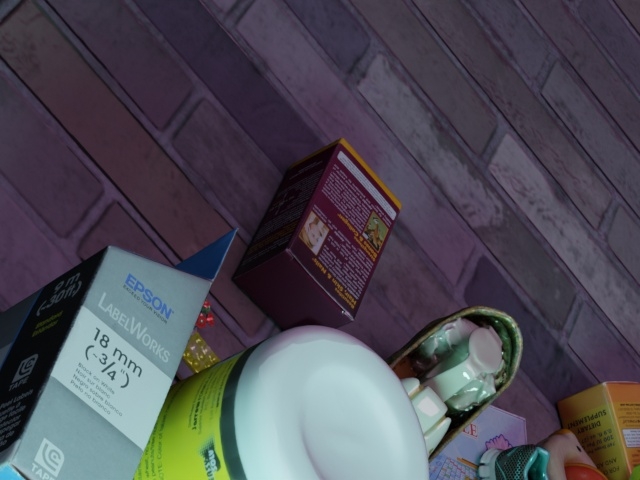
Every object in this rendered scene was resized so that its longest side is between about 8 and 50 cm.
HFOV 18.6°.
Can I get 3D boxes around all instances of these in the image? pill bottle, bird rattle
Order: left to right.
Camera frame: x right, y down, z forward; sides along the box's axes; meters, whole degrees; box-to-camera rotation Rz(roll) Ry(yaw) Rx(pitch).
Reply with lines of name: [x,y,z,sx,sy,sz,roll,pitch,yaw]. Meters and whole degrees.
pill bottle: [-0.092,0.206,1.536,0.188,0.334,0.188,26,50,-37]
bird rattle: [0.275,0.305,2.035,0.207,0.143,0.253,56,30,-2]

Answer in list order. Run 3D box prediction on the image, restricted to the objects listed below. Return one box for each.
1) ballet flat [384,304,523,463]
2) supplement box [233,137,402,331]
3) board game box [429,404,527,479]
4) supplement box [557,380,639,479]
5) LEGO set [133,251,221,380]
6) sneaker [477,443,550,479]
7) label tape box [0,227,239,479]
ballet flat: [0.092,0.155,1.847,0.123,0.123,0.348,59,38,-5]
supplement box: [0.000,0.000,1.970,0.104,0.081,0.188,47,40,-19]
board game box: [0.090,0.286,1.914,0.318,0.066,0.318,25,51,-38]
supplement box: [0.343,0.280,2.200,0.080,0.078,0.233,4,65,-48]
LEGO set: [-0.092,0.133,1.763,0.132,0.107,0.287,2,67,-48]
sneaker: [0.208,0.278,1.938,0.065,0.076,0.166,8,63,-47]
label tape box: [-0.219,0.117,1.521,0.106,0.240,0.334,42,41,-22]
